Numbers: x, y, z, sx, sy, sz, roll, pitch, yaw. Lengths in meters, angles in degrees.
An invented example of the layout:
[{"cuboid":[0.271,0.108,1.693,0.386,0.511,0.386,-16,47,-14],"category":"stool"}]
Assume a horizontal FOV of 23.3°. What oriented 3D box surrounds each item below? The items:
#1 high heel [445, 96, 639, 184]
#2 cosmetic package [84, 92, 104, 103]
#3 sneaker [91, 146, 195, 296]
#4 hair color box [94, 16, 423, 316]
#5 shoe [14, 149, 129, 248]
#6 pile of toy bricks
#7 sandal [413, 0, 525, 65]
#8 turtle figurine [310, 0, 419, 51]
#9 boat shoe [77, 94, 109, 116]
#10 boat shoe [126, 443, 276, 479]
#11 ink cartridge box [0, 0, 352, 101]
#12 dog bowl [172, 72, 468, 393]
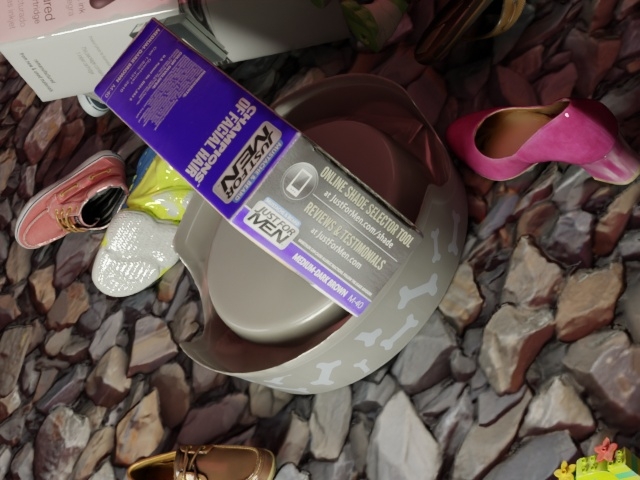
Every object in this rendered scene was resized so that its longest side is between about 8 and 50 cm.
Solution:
[{"cuboid":[0.185,-0.108,1.476,0.244,0.117,0.082,23,78,51],"category":"high heel"},{"cuboid":[-0.223,-0.362,2.008,0.197,0.155,0.365,26,78,23],"category":"cosmetic package"},{"cuboid":[-0.193,-0.043,1.854,0.240,0.091,0.126,-53,20,-1],"category":"sneaker"},{"cuboid":[-0.068,-0.077,1.491,0.110,0.185,0.339,-52,37,1],"category":"hair color box"},{"cuboid":[-0.316,-0.036,1.970,0.178,0.063,0.081,-38,35,11],"category":"shoe"},{"cuboid":[0.237,0.188,1.201,0.212,0.105,0.118,-22,47,32],"category":"pile of toy bricks"},{"cuboid":[0.190,-0.255,1.638,0.219,0.060,0.090,-44,12,-14],"category":"sandal"},{"cuboid":[0.102,-0.346,1.604,0.266,0.198,0.274,-43,5,-8],"category":"turtle figurine"},{"cuboid":[-0.272,-0.254,2.094,0.083,0.065,0.183,-21,45,39],"category":"boat shoe"},{"cuboid":[-0.123,0.237,1.564,0.178,0.060,0.064,-15,51,38],"category":"boat shoe"},{"cuboid":[-0.178,-0.357,1.825,0.395,0.166,0.285,-11,70,7],"category":"ink cartridge box"},{"cuboid":[0.000,0.000,1.593,0.349,0.102,0.349,-26,45,29],"category":"dog bowl"}]
